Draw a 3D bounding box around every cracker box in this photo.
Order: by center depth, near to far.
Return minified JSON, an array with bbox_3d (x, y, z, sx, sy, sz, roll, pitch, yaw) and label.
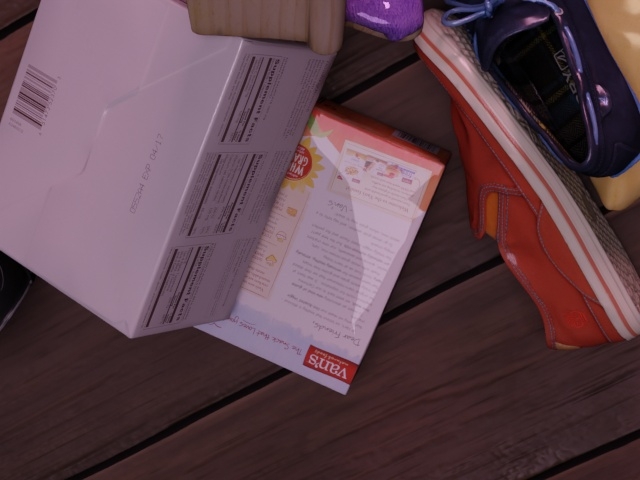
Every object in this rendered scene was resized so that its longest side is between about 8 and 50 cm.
[{"bbox_3d":[0.000,0.000,1.275,0.156,0.067,0.232,24,106,5],"label":"cracker box"}]

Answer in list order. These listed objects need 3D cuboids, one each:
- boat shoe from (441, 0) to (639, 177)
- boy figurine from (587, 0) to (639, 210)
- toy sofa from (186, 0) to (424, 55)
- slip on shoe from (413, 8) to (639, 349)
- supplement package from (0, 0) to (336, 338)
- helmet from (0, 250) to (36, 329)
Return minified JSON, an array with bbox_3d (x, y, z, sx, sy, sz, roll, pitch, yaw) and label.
[{"bbox_3d":[0.168,-0.166,1.125,0.258,0.089,0.109,53,125,17],"label":"boat shoe"},{"bbox_3d":[0.271,-0.165,1.170,0.177,0.092,0.285,4,106,18],"label":"boy figurine"},{"bbox_3d":[0.002,-0.330,1.054,0.177,0.150,0.362,5,70,1],"label":"toy sofa"},{"bbox_3d":[0.162,-0.045,1.214,0.101,0.123,0.331,-28,102,21],"label":"slip on shoe"},{"bbox_3d":[-0.145,-0.085,1.205,0.204,0.145,0.262,31,108,26],"label":"supplement package"},{"bbox_3d":[-0.362,0.028,1.297,0.161,0.169,0.169,41,108,-19],"label":"helmet"}]
